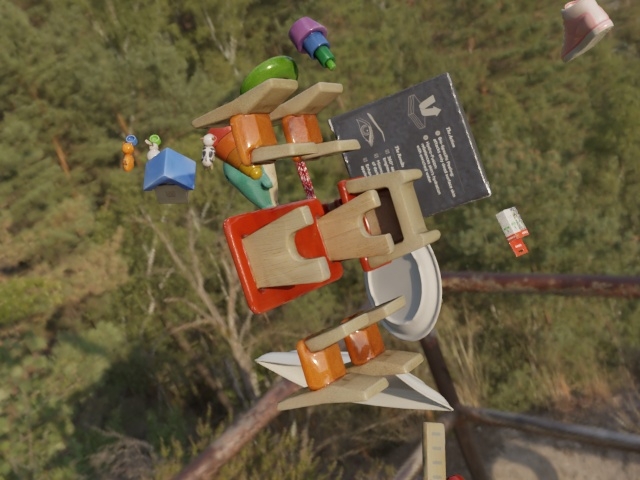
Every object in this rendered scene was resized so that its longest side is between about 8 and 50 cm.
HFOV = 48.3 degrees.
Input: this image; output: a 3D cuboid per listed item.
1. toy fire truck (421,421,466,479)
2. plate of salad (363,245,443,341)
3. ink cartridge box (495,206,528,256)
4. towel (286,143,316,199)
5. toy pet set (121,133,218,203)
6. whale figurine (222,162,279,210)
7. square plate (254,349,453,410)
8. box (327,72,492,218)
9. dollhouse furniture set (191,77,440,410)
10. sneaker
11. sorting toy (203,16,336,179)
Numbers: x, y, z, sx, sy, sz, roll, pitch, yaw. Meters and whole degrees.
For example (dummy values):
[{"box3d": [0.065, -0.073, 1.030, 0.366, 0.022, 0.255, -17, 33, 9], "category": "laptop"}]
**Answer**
[{"box3d": [0.213, 0.458, 1.274, 0.217, 0.247, 0.158, 1, 33, -47], "category": "toy fire truck"}, {"box3d": [0.137, 0.064, 1.164, 0.048, 0.200, 0.199, -7, 13, -32], "category": "plate of salad"}, {"box3d": [0.478, -0.022, 1.748, 0.062, 0.115, 0.029, -16, -13, -46], "category": "ink cartridge box"}, {"box3d": [-0.050, -0.177, 2.197, 0.031, 0.275, 0.199, -19, 7, -2], "category": "towel"}, {"box3d": [-0.193, -0.106, 0.887, 0.122, 0.065, 0.114, -1, 57, -1], "category": "toy pet set"}, {"box3d": [-0.211, -0.177, 2.222, 0.141, 0.272, 0.216, -28, 21, -22], "category": "whale figurine"}, {"box3d": [0.082, 0.316, 1.636, 0.347, 0.344, 0.049, -4, 62, 35], "category": "square plate"}, {"box3d": [0.115, -0.104, 0.897, 0.158, 0.156, 0.093, -19, -1, 15], "category": "box"}, {"box3d": [0.000, 0.000, 0.677, 0.135, 0.262, 0.259, -17, 0, 32], "category": "dollhouse furniture set"}, {"box3d": [0.391, -0.323, 1.084, 0.051, 0.070, 0.134, -31, -5, -5], "category": "sneaker"}, {"box3d": [-0.085, -0.249, 1.375, 0.127, 0.126, 0.365, -9, -31, -51], "category": "sorting toy"}]
